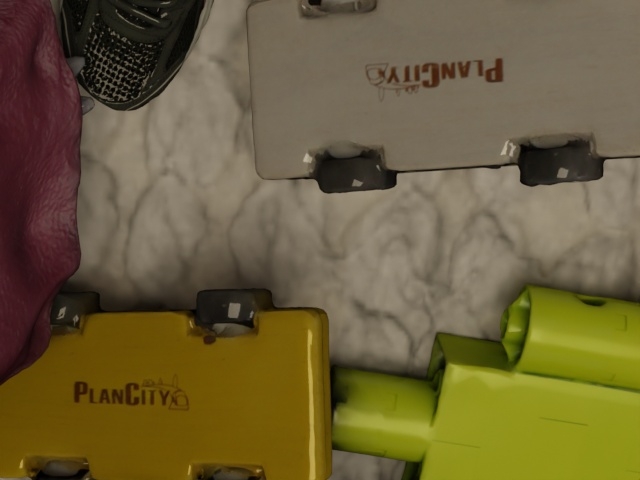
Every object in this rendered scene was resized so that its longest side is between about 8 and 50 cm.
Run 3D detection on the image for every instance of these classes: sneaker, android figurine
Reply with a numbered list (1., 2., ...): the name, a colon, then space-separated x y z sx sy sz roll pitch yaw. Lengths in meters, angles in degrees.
1. sneaker: -0.069 -0.139 0.798 0.072 0.077 0.178 18 107 -8
2. android figurine: 0.126 0.144 0.919 0.273 0.056 0.248 12 107 -6

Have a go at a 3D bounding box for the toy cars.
1. toy cars: 0.000 0.000 0.824 0.394 0.087 0.176 -46 72 21

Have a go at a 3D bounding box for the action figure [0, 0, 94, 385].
1. action figure: -0.208 0.017 0.669 0.275 0.370 0.248 -5 106 13
